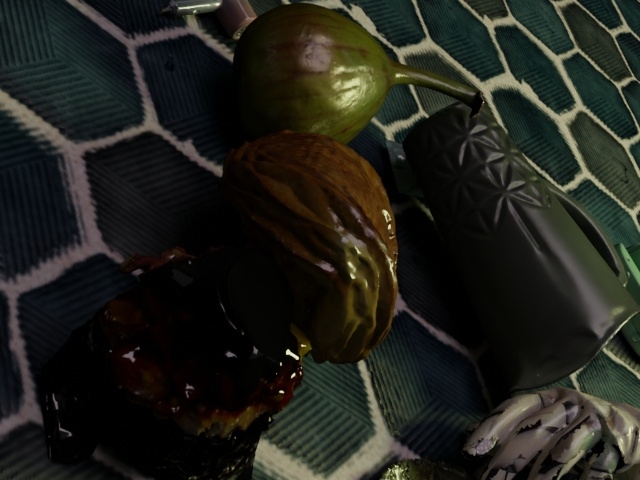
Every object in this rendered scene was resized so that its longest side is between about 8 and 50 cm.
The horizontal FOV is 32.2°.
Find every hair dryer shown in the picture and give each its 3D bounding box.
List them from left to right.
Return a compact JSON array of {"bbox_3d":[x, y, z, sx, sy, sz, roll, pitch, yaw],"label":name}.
[{"bbox_3d":[-0.119,-0.235,1.128,0.114,0.037,0.063,-20,76,-46],"label":"hair dryer"}]

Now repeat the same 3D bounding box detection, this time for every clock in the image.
[{"bbox_3d":[0.443,0.070,1.453,0.211,0.066,0.159,-13,70,-53],"label":"clock"}]

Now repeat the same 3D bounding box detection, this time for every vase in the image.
[{"bbox_3d":[0.208,-0.001,1.167,0.251,0.156,0.301,-18,73,-40],"label":"vase"}]

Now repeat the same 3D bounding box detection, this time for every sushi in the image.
[{"bbox_3d":[-0.085,0.078,0.780,0.172,0.150,0.153,12,51,-42],"label":"sushi"}]

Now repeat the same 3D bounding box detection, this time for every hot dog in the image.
[{"bbox_3d":[0.000,0.000,0.915,0.196,0.122,0.272,63,10,-13],"label":"hot dog"}]

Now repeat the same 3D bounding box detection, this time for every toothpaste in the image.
[{"bbox_3d":[0.193,-0.056,1.306,0.296,0.048,0.075,13,51,-38],"label":"toothpaste"}]

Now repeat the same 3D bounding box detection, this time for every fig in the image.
[{"bbox_3d":[0.042,-0.163,1.081,0.259,0.151,0.151,-9,60,-11],"label":"fig"}]

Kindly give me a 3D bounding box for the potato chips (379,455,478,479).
[{"bbox_3d":[0.086,0.251,0.929,0.209,0.026,0.142,2,60,-47],"label":"potato chips"}]

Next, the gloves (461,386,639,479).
[{"bbox_3d":[0.223,0.186,1.023,0.212,0.111,0.127,14,22,-33],"label":"gloves"}]
